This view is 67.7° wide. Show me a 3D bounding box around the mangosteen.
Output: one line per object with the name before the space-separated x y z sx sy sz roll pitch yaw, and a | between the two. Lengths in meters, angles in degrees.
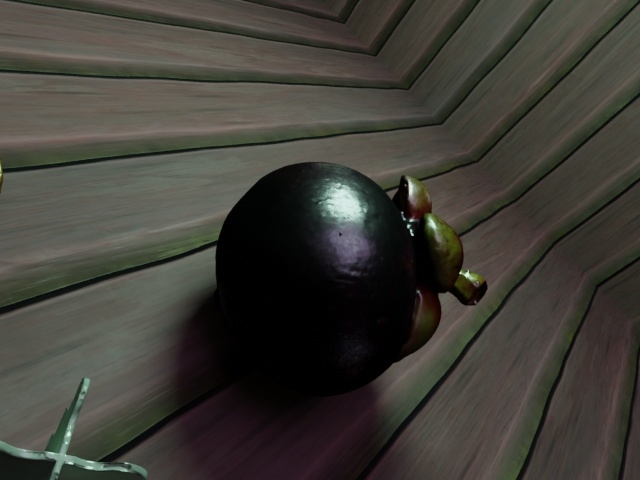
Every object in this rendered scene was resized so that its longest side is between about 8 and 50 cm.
mangosteen | 0.041 0.047 0.793 0.382 0.434 0.383 -16 90 -86

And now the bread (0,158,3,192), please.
bread | -0.564 -0.097 0.646 0.236 0.070 0.236 24 47 -29

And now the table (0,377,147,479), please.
table | -0.276 0.245 0.469 0.166 0.198 0.167 24 39 -22
